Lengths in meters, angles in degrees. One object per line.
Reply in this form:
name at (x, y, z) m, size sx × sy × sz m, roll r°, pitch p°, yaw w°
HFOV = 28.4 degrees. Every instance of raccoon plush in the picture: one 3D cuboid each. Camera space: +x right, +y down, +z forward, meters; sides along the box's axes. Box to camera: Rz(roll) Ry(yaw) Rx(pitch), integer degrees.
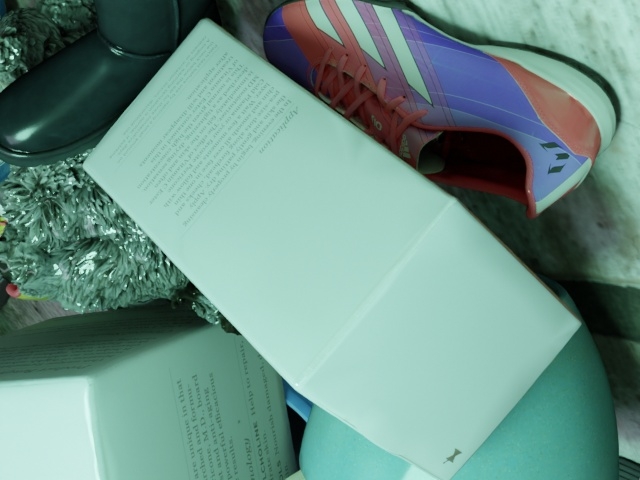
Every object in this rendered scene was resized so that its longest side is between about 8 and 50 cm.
raccoon plush at (-0.158, -0.091, 1.300) m, size 0.446 × 0.216 × 0.299 m, roll 9°, pitch 132°, yaw -4°

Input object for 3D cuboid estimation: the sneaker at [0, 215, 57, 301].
sneaker at (-0.371, -0.022, 1.570) m, size 0.081 × 0.094 × 0.209 m, roll -19°, pitch 86°, yaw 35°

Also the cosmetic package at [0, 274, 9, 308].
cosmetic package at (-0.527, 0.065, 1.890) m, size 0.107 × 0.127 × 0.238 m, roll 40°, pitch 152°, yaw 0°

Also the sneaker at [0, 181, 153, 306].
sneaker at (-0.281, -0.043, 1.505) m, size 0.295 × 0.105 × 0.147 m, roll 41°, pitch 149°, yaw -13°

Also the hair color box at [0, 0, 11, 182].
hair color box at (-0.427, -0.230, 1.357) m, size 0.173 × 0.105 × 0.347 m, roll 23°, pitch 136°, yaw 26°

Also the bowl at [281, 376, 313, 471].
bowl at (-0.080, 0.327, 1.659) m, size 0.391 × 0.077 × 0.391 m, roll 16°, pitch 119°, yaw 31°

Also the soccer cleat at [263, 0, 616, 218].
soccer cleat at (0.068, -0.112, 1.001) m, size 0.318 × 0.116 × 0.109 m, roll 23°, pitch 146°, yaw 27°

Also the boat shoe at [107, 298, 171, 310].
boat shoe at (-0.279, 0.044, 1.625) m, size 0.258 × 0.084 × 0.095 m, roll 37°, pitch 150°, yaw 4°

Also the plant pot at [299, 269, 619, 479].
plant pot at (0.136, 0.127, 1.133) m, size 0.290 × 0.290 × 0.195 m, roll 18°, pitch 108°, yaw 33°

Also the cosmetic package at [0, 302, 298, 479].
cosmetic package at (-0.256, 0.267, 1.411) m, size 0.329 × 0.393 × 0.328 m, roll -6°, pitch 96°, yaw 25°

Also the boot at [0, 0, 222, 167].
boot at (-0.189, -0.190, 1.077) m, size 0.094 × 0.246 × 0.207 m, roll 52°, pitch 160°, yaw 29°

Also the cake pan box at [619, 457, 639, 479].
cake pan box at (0.327, 0.336, 1.358) m, size 0.245 × 0.070 × 0.267 m, roll 1°, pitch 133°, yaw 44°

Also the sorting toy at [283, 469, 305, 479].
sorting toy at (0.076, 0.324, 1.418) m, size 0.089 × 0.257 × 0.255 m, roll 47°, pitch 160°, yaw 41°

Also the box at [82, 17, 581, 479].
box at (0.000, 0.000, 1.005) m, size 0.215 × 0.168 × 0.345 m, roll 39°, pitch -178°, yaw -46°
